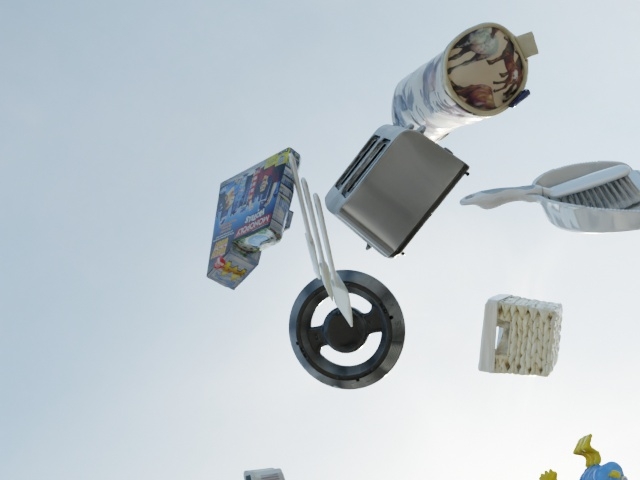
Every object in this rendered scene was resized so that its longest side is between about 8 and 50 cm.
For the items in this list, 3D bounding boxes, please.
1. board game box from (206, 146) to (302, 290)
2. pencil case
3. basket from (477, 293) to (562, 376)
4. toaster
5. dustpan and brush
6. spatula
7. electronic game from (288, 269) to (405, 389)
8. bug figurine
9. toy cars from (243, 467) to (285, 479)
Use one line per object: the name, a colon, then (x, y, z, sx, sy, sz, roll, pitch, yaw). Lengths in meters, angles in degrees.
board game box: (-0.108, -0.026, 1.128, 0.060, 0.194, 0.194, 30, -121, -32)
pencil case: (0.261, -0.293, 1.394, 0.183, 0.410, 0.160, -14, -88, -8)
basket: (0.314, 0.147, 1.102, 0.167, 0.103, 0.113, 2, -86, -66)
toaster: (0.095, -0.069, 0.974, 0.110, 0.168, 0.186, 37, -83, -10)
dustpan and brush: (0.259, -0.048, 0.765, 0.211, 0.147, 0.060, -16, -65, 9)
spatula: (0.000, 0.000, 1.066, 0.019, 0.168, 0.242, -18, -53, -9)
electronic game: (0.049, 0.169, 1.356, 0.229, 0.229, 0.048, -62, -15, 8)
bug figurine: (0.282, 0.379, 0.855, 0.279, 0.072, 0.216, -58, -12, -18)
toy cars: (-0.116, 0.602, 1.333, 0.176, 0.394, 0.087, 44, -50, -15)
